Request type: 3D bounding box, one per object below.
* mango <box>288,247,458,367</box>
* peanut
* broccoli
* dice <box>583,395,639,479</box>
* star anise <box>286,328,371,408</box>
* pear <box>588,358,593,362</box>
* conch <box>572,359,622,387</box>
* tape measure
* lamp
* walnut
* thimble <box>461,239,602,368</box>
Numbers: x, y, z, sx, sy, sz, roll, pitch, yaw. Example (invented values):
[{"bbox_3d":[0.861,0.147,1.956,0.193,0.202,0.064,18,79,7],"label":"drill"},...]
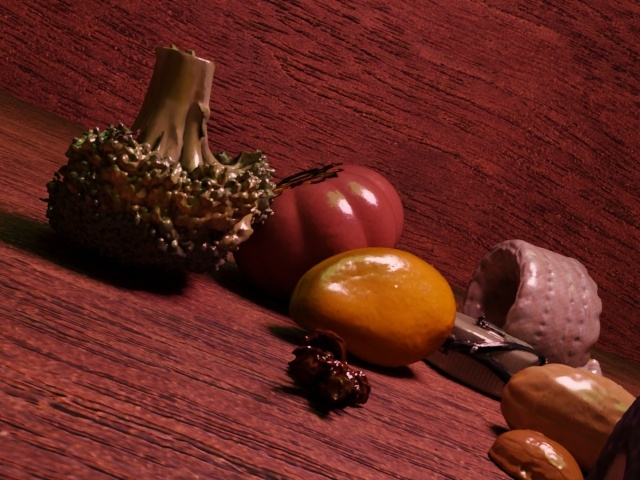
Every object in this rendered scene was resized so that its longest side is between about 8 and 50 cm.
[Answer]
[{"bbox_3d":[0.088,0.098,1.086,0.317,0.176,0.119,10,-13,-34],"label":"mango"},{"bbox_3d":[0.403,0.264,1.001,0.319,0.147,0.147,23,5,12],"label":"peanut"},{"bbox_3d":[-0.177,-0.081,1.006,0.249,0.302,0.375,48,26,24],"label":"broccoli"},{"bbox_3d":[0.307,0.236,0.576,0.183,0.182,0.181,24,6,15],"label":"dice"},{"bbox_3d":[0.004,0.135,0.793,0.097,0.070,0.190,37,-3,19],"label":"star anise"},{"bbox_3d":[0.591,0.308,1.675,0.092,0.092,0.097,21,38,-37],"label":"pear"},{"bbox_3d":[0.467,0.264,1.298,0.137,0.114,0.234,55,3,12],"label":"conch"},{"bbox_3d":[0.305,0.203,1.301,0.235,0.115,0.207,25,3,5],"label":"tape measure"},{"bbox_3d":[0.000,0.000,1.255,0.305,0.239,0.305,-19,15,5],"label":"lamp"},{"bbox_3d":[0.260,0.258,0.866,0.121,0.052,0.091,25,8,33],"label":"walnut"},{"bbox_3d":[0.427,0.154,1.534,0.195,0.291,0.291,20,6,-12],"label":"thimble"}]
